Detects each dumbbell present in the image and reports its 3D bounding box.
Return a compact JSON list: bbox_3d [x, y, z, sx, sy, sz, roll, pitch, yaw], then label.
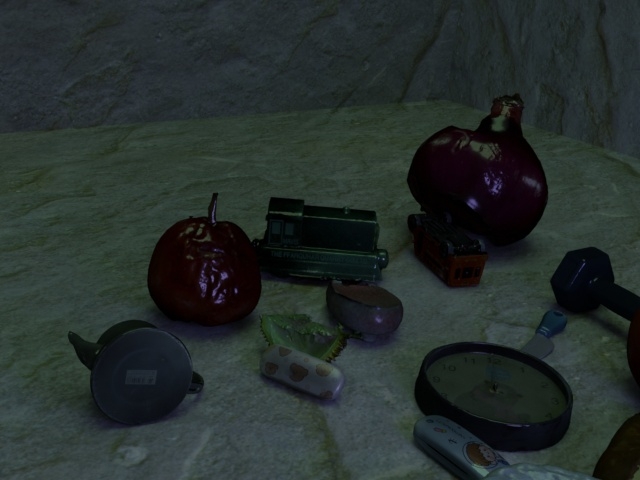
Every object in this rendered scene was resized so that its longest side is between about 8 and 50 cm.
[{"bbox_3d":[0.661,0.136,1.650,0.144,0.160,0.325,-36,34,-12],"label":"dumbbell"}]

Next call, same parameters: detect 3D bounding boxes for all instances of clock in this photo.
[{"bbox_3d":[0.310,0.270,1.355,0.280,0.055,0.280,5,23,-2],"label":"clock"}]

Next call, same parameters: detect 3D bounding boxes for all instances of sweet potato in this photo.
[{"bbox_3d":[0.488,0.340,1.105,0.157,0.158,0.369,23,27,36],"label":"sweet potato"}]

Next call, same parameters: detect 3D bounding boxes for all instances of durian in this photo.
[{"bbox_3d":[-0.020,0.191,1.403,0.215,0.100,0.086,8,25,24],"label":"durian"}]

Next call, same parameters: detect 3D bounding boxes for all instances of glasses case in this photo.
[{"bbox_3d":[-0.034,0.234,1.346,0.164,0.041,0.063,18,68,25],"label":"glasses case"},{"bbox_3d":[0.222,0.332,1.191,0.067,0.045,0.178,-13,29,-37],"label":"glasses case"}]

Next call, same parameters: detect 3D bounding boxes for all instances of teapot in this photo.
[{"bbox_3d":[-0.303,0.206,1.264,0.239,0.162,0.149,23,0,-29],"label":"teapot"}]

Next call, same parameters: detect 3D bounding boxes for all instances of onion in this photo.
[{"bbox_3d":[0.468,-0.211,2.059,0.398,0.420,0.398,33,-2,1],"label":"onion"}]

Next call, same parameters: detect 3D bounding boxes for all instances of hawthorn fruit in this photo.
[{"bbox_3d":[-0.234,0.035,1.532,0.230,0.266,0.210,1,4,-21],"label":"hawthorn fruit"}]

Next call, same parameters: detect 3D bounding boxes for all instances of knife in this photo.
[{"bbox_3d":[0.463,0.209,1.582,0.058,0.032,0.244,26,33,23],"label":"knife"}]

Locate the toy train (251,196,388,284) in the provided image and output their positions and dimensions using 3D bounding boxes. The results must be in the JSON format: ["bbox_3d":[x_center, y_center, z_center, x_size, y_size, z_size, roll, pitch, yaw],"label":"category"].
[{"bbox_3d":[0.000,0.000,1.773,0.330,0.178,0.138,4,22,-1],"label":"toy train"}]

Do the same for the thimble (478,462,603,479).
[{"bbox_3d":[0.264,0.375,0.874,0.237,0.150,0.237,1,15,0],"label":"thimble"}]

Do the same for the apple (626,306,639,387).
[{"bbox_3d":[0.677,0.203,1.389,0.218,0.218,0.201,7,25,3],"label":"apple"}]

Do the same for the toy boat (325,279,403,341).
[{"bbox_3d":[0.089,0.150,1.588,0.155,0.085,0.227,9,10,-16],"label":"toy boat"}]

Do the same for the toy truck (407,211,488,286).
[{"bbox_3d":[0.308,0.016,1.894,0.107,0.114,0.253,-4,26,-21],"label":"toy truck"}]
